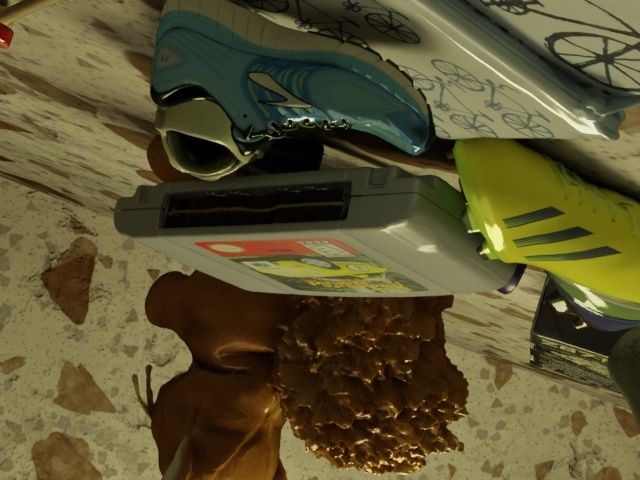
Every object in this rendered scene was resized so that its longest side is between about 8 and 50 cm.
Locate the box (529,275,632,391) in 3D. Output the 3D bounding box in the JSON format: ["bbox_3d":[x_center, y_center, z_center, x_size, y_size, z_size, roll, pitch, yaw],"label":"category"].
[{"bbox_3d":[0.432,0.145,1.195,0.395,0.097,0.318,17,174,15],"label":"box"}]

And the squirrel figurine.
[{"bbox_3d":[-0.038,0.120,1.161,0.397,0.370,0.281,13,170,40],"label":"squirrel figurine"}]

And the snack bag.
[{"bbox_3d":[0.036,-0.124,0.504,0.323,0.037,0.342,24,171,-28],"label":"snack bag"}]

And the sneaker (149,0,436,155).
[{"bbox_3d":[-0.017,-0.073,0.579,0.162,0.073,0.063,20,173,8],"label":"sneaker"}]

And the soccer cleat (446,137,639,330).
[{"bbox_3d":[0.194,-0.014,0.797,0.121,0.093,0.289,-21,146,29],"label":"soccer cleat"}]

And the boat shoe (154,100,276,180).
[{"bbox_3d":[-0.085,-0.094,0.798,0.109,0.094,0.302,20,173,-1],"label":"boat shoe"}]

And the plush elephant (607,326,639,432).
[{"bbox_3d":[0.445,0.198,0.916,0.256,0.330,0.272,0,158,-19],"label":"plush elephant"}]

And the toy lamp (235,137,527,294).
[{"bbox_3d":[0.057,-0.029,0.989,0.275,0.080,0.080,18,173,-8],"label":"toy lamp"}]

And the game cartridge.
[{"bbox_3d":[0.000,0.000,0.887,0.294,0.060,0.196,-2,166,36],"label":"game cartridge"}]

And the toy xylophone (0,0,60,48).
[{"bbox_3d":[-0.310,-0.187,0.760,0.236,0.081,0.323,23,172,-27],"label":"toy xylophone"}]
